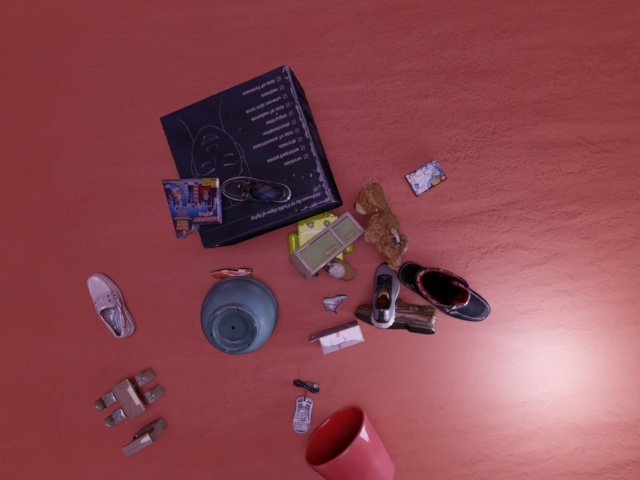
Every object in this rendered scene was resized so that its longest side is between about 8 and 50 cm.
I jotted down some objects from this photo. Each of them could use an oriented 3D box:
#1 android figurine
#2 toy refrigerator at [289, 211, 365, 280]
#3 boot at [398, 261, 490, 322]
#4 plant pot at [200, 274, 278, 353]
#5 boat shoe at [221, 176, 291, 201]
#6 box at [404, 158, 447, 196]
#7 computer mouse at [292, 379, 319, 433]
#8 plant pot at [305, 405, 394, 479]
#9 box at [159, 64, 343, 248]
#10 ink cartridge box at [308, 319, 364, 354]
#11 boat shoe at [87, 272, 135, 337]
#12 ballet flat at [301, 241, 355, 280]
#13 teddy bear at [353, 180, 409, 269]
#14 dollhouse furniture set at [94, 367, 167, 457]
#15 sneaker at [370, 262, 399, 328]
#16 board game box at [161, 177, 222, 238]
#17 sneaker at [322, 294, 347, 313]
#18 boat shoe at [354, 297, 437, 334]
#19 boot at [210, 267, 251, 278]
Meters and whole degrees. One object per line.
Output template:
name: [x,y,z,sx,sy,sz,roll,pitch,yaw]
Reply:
android figurine: [0.000,0.000,1.738,0.248,0.056,0.273,-4,91,0]
toy refrigerator: [0.026,0.016,1.614,0.269,0.094,0.102,-37,82,-26]
boot: [0.471,0.195,1.617,0.377,0.284,0.138,32,89,2]
plant pot: [-0.306,0.294,1.638,0.293,0.196,0.293,0,100,-2]
boat shoe: [-0.209,-0.156,1.412,0.228,0.076,0.080,10,94,8]
box: [0.411,-0.243,1.753,0.137,0.027,0.094,-30,88,0]
computer mouse: [-0.068,0.640,1.735,0.106,0.042,0.193,10,84,-4]
plant pot: [0.122,0.790,1.638,0.275,0.275,0.243,-39,99,0]
box: [-0.227,-0.269,1.592,0.480,0.297,0.472,-19,88,9]
ink cartridge box: [0.058,0.370,1.701,0.198,0.115,0.067,-18,89,1]
boat shoe: [-0.806,0.246,1.713,0.098,0.096,0.277,-34,89,0]
ballet flat: [0.024,0.091,1.675,0.232,0.073,0.080,31,112,-2]
teddy bear: [0.221,-0.049,1.654,0.338,0.113,0.245,49,44,-32]
dollhouse furniture set: [-0.698,0.642,1.674,0.212,0.161,0.242,-31,89,0]
sneaker: [0.241,0.186,1.659,0.100,0.108,0.271,2,48,10]
board game box: [-0.407,-0.102,1.455,0.194,0.060,0.194,0,94,9]
sneaker: [0.062,0.250,1.744,0.098,0.038,0.069,-12,91,9]
boat shoe: [0.288,0.278,1.717,0.307,0.111,0.104,11,63,6]
boot: [-0.346,0.149,1.735,0.158,0.059,0.084,1,94,-1]
